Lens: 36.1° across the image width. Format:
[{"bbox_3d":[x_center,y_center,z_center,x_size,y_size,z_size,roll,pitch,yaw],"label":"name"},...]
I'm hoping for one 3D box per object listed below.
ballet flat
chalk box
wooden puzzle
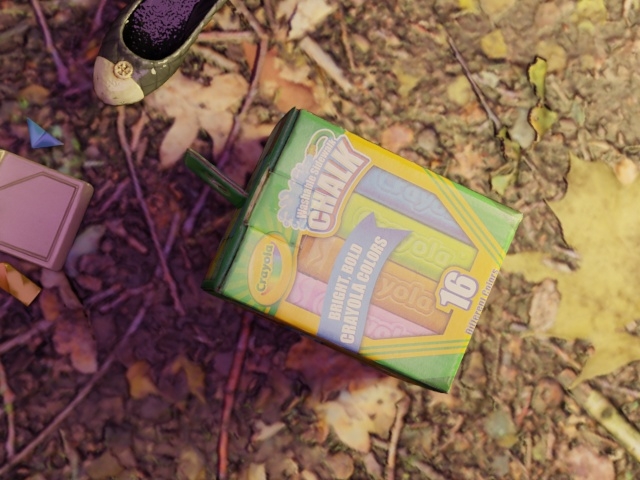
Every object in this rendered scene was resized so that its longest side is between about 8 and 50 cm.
[{"bbox_3d":[-0.102,-0.168,0.693,0.057,0.049,0.173,38,83,-6],"label":"ballet flat"},{"bbox_3d":[0.000,0.000,0.666,0.213,0.132,0.132,24,85,-7],"label":"chalk box"},{"bbox_3d":[-0.206,-0.020,0.691,0.079,0.014,0.116,29,84,-12],"label":"wooden puzzle"}]
